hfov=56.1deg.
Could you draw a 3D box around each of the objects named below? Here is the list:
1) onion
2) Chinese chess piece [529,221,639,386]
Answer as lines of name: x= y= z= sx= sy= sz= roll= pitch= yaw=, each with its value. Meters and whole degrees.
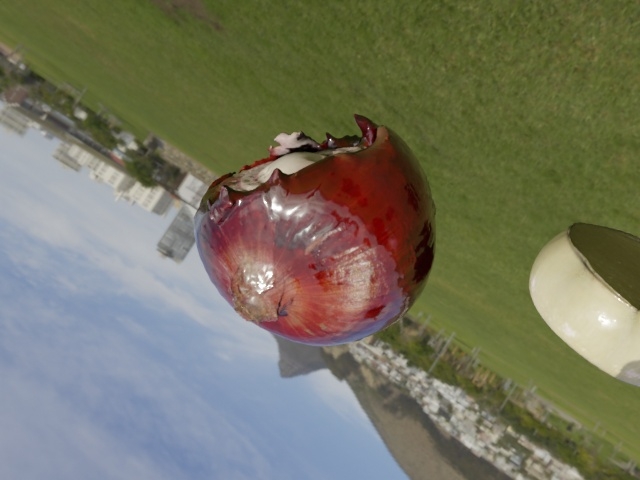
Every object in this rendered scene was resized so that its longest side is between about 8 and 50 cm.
onion: x=0.000 y=-0.004 z=0.848 sx=0.341 sy=0.341 sz=0.341 roll=33 pitch=177 yaw=2
Chinese chess piece: x=0.554 y=0.109 z=1.097 sx=0.338 sy=0.140 sz=0.338 roll=19 pitch=-147 yaw=-13
